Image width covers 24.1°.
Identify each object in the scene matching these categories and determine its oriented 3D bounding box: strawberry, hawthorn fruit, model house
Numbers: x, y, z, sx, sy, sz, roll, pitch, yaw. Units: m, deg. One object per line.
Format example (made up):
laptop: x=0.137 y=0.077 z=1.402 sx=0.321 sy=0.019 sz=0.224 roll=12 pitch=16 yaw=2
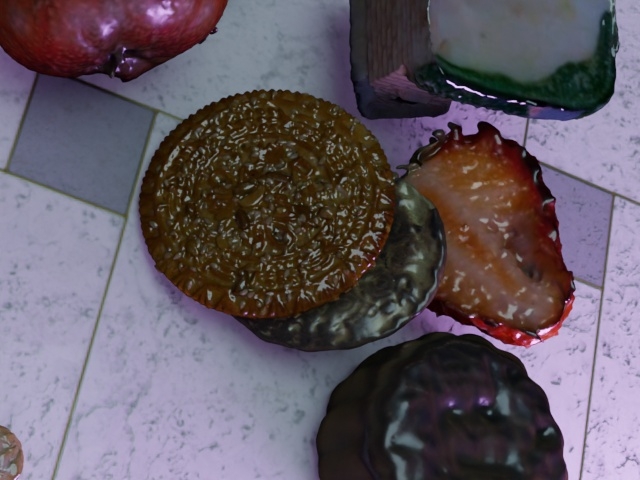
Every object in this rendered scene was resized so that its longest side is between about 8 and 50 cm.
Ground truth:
strawberry: x=0.196 y=0.000 z=1.841 sx=0.280 sy=0.150 sz=0.253 roll=24 pitch=67 yaw=15
hawthorn fruit: x=-0.254 y=-0.361 z=1.694 sx=0.284 sy=0.284 sz=0.369 roll=-14 pitch=99 yaw=-30
model house: x=0.180 y=-0.259 z=1.895 sx=0.298 sy=0.284 sz=0.243 roll=6 pitch=81 yaw=-31

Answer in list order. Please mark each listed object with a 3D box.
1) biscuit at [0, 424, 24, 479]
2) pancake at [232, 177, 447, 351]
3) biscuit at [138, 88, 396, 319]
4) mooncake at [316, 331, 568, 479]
biscuit: x=-0.377 y=0.242 z=1.566 sx=0.147 sy=0.018 sz=0.071 roll=-23 pitch=79 yaw=-30
pancake: x=0.000 y=0.000 z=1.766 sx=0.288 sy=0.033 sz=0.286 roll=-17 pitch=64 yaw=-2
biscuit: x=-0.062 y=-0.049 z=1.751 sx=0.305 sy=0.038 sz=0.305 roll=-1 pitch=65 yaw=2
mooncake: x=0.146 y=0.244 z=1.738 sx=0.290 sy=0.161 sz=0.290 roll=11 pitch=64 yaw=-24
